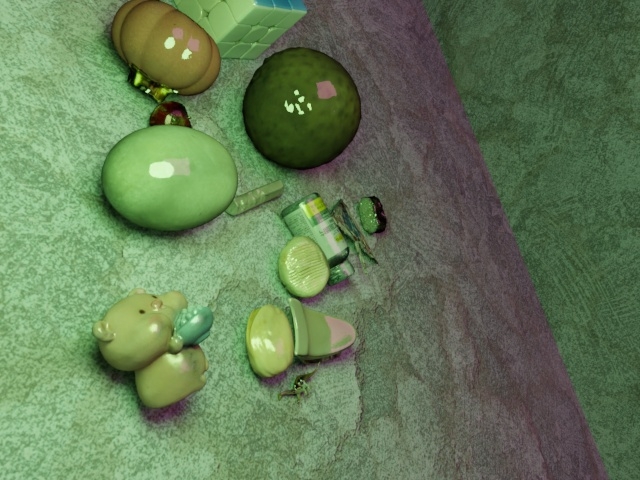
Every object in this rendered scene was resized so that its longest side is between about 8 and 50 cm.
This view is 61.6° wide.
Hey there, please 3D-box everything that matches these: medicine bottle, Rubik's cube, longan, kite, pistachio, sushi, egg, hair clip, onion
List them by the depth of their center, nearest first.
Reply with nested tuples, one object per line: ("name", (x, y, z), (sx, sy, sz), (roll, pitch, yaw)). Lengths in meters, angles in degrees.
("egg", (-0.357, -0.151, 1.307), (0.352, 0.258, 0.258), (-2, 70, -50))
("pistachio", (-0.135, 0.263, 1.428), (0.145, 0.117, 0.200), (33, 45, -51))
("onion", (-0.412, -0.321, 1.470), (0.119, 0.119, 0.117), (-23, 98, -54))
("hair clip", (-0.008, 0.280, 1.596), (0.282, 0.113, 0.172), (14, 56, -40))
("medicine bottle", (0.000, 0.000, 1.740), (0.141, 0.141, 0.293), (-33, 95, -54))
("longan", (-0.066, -0.425, 1.742), (0.391, 0.391, 0.391), (28, 48, -37))
("Rubik's cube", (-0.277, -0.809, 1.782), (0.290, 0.291, 0.291), (-26, 89, -53))
("kite", (0.123, -0.021, 1.940), (0.406, 0.014, 0.368), (41, 26, -48))
("sushi", (0.202, -0.100, 2.091), (0.078, 0.090, 0.150), (-5, 73, -48))

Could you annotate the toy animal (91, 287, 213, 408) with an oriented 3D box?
("toy animal", (-0.350, 0.229, 1.151), (0.210, 0.230, 0.221), (-90, -173, -72))

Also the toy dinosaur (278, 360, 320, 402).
("toy dinosaur", (-0.050, 0.410, 1.512), (0.180, 0.037, 0.058), (-32, 98, -53))

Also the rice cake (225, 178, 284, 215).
("rice cake", (-0.197, -0.136, 1.655), (0.052, 0.057, 0.256), (39, 34, 12))

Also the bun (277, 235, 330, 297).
("bun", (-0.055, 0.081, 1.632), (0.164, 0.111, 0.188), (-27, 93, -19))

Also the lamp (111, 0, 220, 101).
("lamp", (-0.424, -0.504, 1.458), (0.305, 0.239, 0.305), (31, 2, -1))
